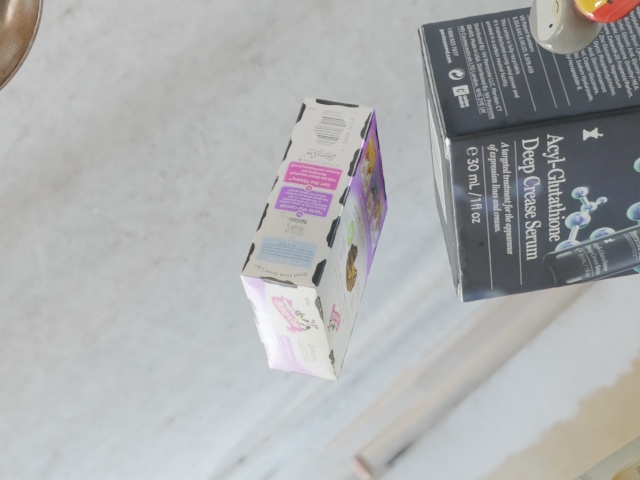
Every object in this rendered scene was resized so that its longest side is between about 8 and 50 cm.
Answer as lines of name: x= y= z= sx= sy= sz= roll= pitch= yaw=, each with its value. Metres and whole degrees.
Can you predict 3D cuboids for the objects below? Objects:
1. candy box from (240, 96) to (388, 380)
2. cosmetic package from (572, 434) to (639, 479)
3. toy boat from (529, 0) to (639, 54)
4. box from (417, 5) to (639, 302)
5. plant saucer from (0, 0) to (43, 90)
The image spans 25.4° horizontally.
candy box: x=0.000 y=0.000 z=1.273 sx=0.164 sy=0.070 sz=0.196 roll=79 pitch=25 yaw=-55
cosmetic package: x=0.284 y=0.212 z=1.251 sx=0.115 sy=0.060 sz=0.041 roll=-34 pitch=-167 yaw=-3
toy boat: x=0.304 y=-0.293 z=1.286 sx=0.318 sy=0.267 sz=0.148 roll=-49 pitch=-171 yaw=-32
box: x=0.335 y=-0.120 z=1.719 sx=0.396 sy=0.212 sz=0.293 roll=-10 pitch=137 yaw=2
plant saucer: x=-0.444 y=-0.253 z=1.463 sx=0.311 sy=0.050 sz=0.310 roll=-13 pitch=128 yaw=-18
